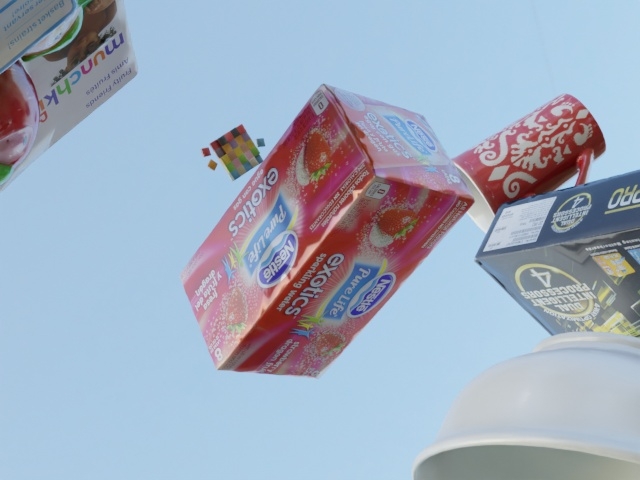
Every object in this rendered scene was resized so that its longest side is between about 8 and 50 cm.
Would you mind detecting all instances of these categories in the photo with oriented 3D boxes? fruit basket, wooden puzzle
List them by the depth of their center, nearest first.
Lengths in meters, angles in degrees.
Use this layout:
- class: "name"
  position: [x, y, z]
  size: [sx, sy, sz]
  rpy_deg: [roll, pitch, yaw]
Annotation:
- class: "fruit basket"
  position: [-0.268, -0.133, 0.917]
  size: [0.327, 0.165, 0.353]
  rpy_deg: [-45, -25, -23]
- class: "wooden puzzle"
  position: [-0.093, -0.098, 1.312]
  size: [0.083, 0.006, 0.049]
  rpy_deg: [-37, -82, -35]

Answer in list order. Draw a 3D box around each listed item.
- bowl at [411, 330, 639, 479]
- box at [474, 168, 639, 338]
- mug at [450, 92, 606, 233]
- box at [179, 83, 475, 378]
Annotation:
- class: "bowl"
  position: [0.232, 0.164, 0.962]
  size: [0.298, 0.298, 0.134]
  rpy_deg: [43, -126, -43]
- class: "box"
  position: [0.394, 0.058, 1.177]
  size: [0.318, 0.395, 0.097]
  rpy_deg: [41, -119, -22]
- class: "mug"
  position: [0.260, -0.080, 1.418]
  size: [0.169, 0.150, 0.113]
  rpy_deg: [-34, -15, -8]
- class: "box"
  position: [0.000, 0.000, 1.070]
  size: [0.128, 0.123, 0.257]
  rpy_deg: [11, -50, -41]
